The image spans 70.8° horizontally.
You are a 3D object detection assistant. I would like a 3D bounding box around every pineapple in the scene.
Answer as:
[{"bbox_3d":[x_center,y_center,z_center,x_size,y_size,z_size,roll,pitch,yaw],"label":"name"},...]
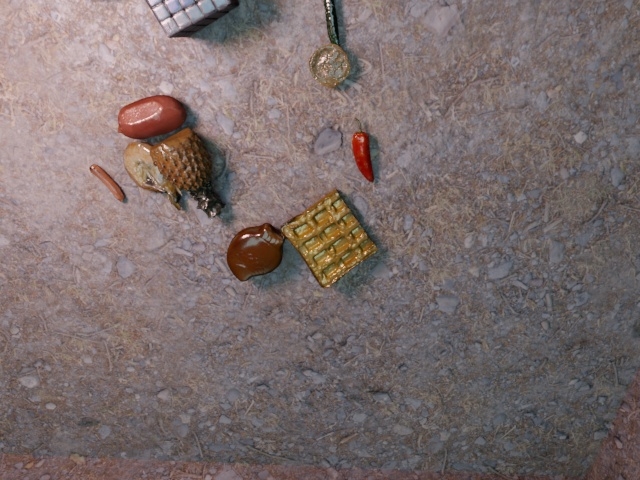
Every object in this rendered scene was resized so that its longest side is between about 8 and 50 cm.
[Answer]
[{"bbox_3d":[-0.485,-0.244,1.731,0.202,0.202,0.362,-22,121,9],"label":"pineapple"}]

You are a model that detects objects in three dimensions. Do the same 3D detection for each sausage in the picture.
[{"bbox_3d":[-0.853,-0.231,1.806,0.047,0.040,0.176,-33,113,12],"label":"sausage"},{"bbox_3d":[-0.628,-0.453,1.655,0.255,0.148,0.148,-21,113,7],"label":"sausage"}]

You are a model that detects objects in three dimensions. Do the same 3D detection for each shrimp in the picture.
[{"bbox_3d":[-0.664,-0.245,1.792,0.168,0.077,0.317,-21,110,19],"label":"shrimp"}]

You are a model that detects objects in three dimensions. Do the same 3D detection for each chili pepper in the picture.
[{"bbox_3d":[0.165,-0.345,1.767,0.071,0.063,0.272,-6,118,15],"label":"chili pepper"}]

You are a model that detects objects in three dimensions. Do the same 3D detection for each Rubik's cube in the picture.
[{"bbox_3d":[-0.426,-0.810,1.440,0.237,0.238,0.237,-25,114,12],"label":"Rubik's cube"}]

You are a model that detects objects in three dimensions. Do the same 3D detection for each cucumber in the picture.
[{"bbox_3d":[0.033,-0.800,1.562,0.044,0.043,0.256,-7,116,8],"label":"cucumber"}]

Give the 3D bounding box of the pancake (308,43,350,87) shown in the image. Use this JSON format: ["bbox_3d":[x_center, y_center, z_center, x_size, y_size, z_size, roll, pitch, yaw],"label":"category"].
[{"bbox_3d":[0.031,-0.624,1.617,0.152,0.025,0.151,-1,114,-2],"label":"pancake"}]

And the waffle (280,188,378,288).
[{"bbox_3d":[0.035,-0.006,1.875,0.304,0.077,0.348,-35,111,0],"label":"waffle"}]

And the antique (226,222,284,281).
[{"bbox_3d":[-0.270,0.046,1.898,0.224,0.129,0.278,34,110,-15],"label":"antique"}]
